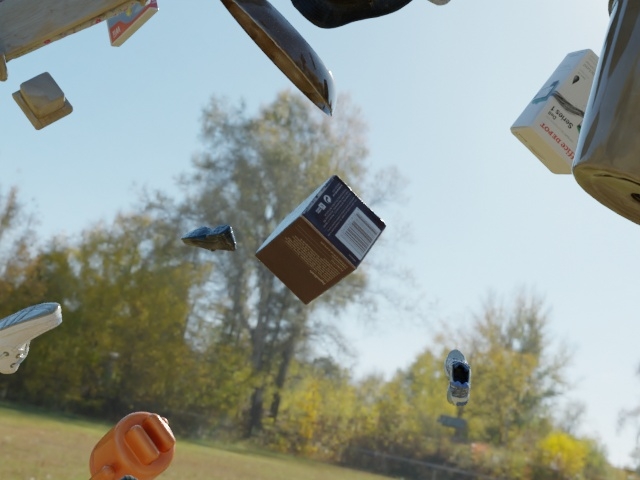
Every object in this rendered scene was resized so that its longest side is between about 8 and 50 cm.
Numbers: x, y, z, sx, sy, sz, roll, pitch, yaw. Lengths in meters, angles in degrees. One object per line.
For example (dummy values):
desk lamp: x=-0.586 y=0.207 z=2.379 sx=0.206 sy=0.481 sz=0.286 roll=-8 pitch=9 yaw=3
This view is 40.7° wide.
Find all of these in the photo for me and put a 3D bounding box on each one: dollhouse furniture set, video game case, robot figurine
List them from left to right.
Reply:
dollhouse furniture set: x=-0.299 y=-0.316 z=1.027 sx=0.355 sy=0.303 sz=0.174 roll=55 pitch=-23 yaw=6
video game case: x=-0.445 y=-0.608 z=1.940 sx=0.025 sy=0.285 sz=0.204 roll=-7 pitch=-9 yaw=-40
robot figurine: x=-0.356 y=0.406 z=1.632 sx=0.128 sy=0.158 sz=0.219 roll=26 pitch=-45 yaw=-23

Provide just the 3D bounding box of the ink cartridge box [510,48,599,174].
ink cartridge box: x=0.536 y=-0.269 z=1.833 sx=0.160 sy=0.219 sz=0.092 roll=40 pitch=-7 yaw=-15

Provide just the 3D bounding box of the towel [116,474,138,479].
towel: x=-0.235 y=0.531 z=1.328 sx=0.056 sy=0.324 sz=0.312 roll=-18 pitch=3 yaw=-28

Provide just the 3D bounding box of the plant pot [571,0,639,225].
plant pot: x=0.452 y=-0.161 z=1.030 sx=0.323 sy=0.280 sz=0.323 roll=30 pitch=-4 yaw=3

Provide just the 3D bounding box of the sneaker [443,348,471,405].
sneaker: x=0.261 y=0.244 z=1.610 sx=0.052 sy=0.135 sz=0.058 roll=4 pitch=-56 yaw=0

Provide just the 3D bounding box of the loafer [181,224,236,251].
loafer: x=-0.274 y=0.003 z=2.100 sx=0.170 sy=0.062 sz=0.061 roll=0 pitch=-58 yaw=44

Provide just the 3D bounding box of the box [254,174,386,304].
box: x=0.000 y=0.000 z=1.893 sx=0.167 sy=0.168 sz=0.203 roll=44 pitch=-44 yaw=-7

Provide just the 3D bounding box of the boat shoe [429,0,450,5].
boat shoe: x=0.206 y=-0.652 z=2.050 sx=0.258 sy=0.095 sz=0.084 roll=44 pitch=9 yaw=-11

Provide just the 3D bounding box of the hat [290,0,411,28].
hat: x=0.067 y=-0.615 z=1.835 sx=0.331 sy=0.331 sz=0.134 roll=7 pitch=-24 yaw=23

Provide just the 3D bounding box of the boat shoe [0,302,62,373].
boat shoe: x=-0.593 y=0.202 z=1.620 sx=0.277 sy=0.096 sz=0.098 roll=-23 pitch=12 yaw=12

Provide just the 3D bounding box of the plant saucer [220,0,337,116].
plant saucer: x=-0.070 y=-0.350 z=1.539 sx=0.310 sy=0.050 sz=0.310 roll=46 pitch=2 yaw=-2
